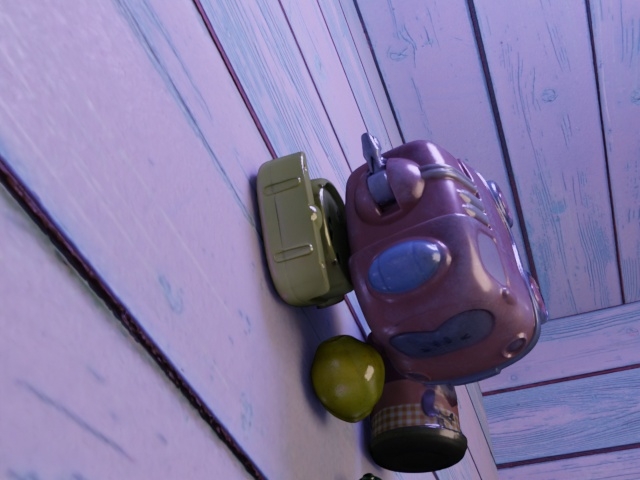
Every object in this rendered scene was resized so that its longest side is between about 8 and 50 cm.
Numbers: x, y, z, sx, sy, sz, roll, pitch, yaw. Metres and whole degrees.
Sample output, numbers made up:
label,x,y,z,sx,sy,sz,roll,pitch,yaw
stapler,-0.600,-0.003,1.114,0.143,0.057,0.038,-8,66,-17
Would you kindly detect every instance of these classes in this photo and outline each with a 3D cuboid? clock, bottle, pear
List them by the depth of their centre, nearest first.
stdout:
label,x,y,z,sx,sy,sz,roll,pitch,yaw
pear,0.034,0.157,0.636,0.092,0.092,0.096,-41,113,-73
clock,0.000,0.000,0.698,0.232,0.069,0.169,31,46,-68
bottle,0.129,0.190,0.829,0.156,0.143,0.271,95,-3,-50

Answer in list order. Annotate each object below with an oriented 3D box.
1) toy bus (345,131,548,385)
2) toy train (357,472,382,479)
label,x,y,z,sx,sy,sz,roll,pitch,yaw
toy bus,0.128,0.017,0.676,0.232,0.197,0.293,34,40,-50
toy train,0.086,0.308,0.536,0.251,0.085,0.119,161,-85,-76
